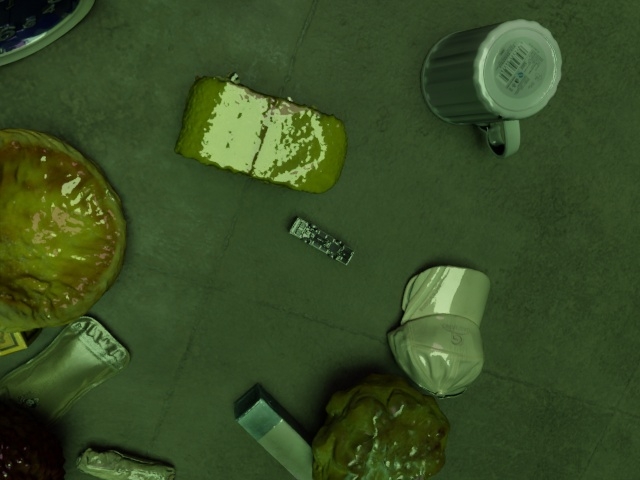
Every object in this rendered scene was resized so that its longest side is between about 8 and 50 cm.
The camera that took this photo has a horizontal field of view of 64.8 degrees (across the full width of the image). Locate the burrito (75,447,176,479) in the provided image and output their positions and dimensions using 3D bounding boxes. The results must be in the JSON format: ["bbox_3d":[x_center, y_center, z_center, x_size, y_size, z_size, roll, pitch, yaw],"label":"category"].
[{"bbox_3d":[-0.360,0.431,0.950,0.188,0.045,0.058,26,121,-19],"label":"burrito"}]

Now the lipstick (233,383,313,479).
[{"bbox_3d":[-0.043,0.421,1.006,0.068,0.066,0.317,-41,107,-3],"label":"lipstick"}]

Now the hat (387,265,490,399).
[{"bbox_3d":[0.266,0.175,0.986,0.219,0.164,0.226,13,120,-16],"label":"hat"}]

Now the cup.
[{"bbox_3d":[0.303,-0.264,0.860,0.221,0.202,0.167,36,95,-16],"label":"cup"}]

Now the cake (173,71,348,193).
[{"bbox_3d":[-0.091,-0.163,0.809,0.260,0.179,0.156,16,99,-18],"label":"cake"}]

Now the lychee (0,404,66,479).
[{"bbox_3d":[-0.536,0.394,0.790,0.300,0.264,0.264,31,95,14],"label":"lychee"}]

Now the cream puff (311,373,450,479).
[{"bbox_3d":[0.101,0.380,0.966,0.281,0.185,0.282,-7,105,-28],"label":"cream puff"}]

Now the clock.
[{"bbox_3d":[-0.421,-0.317,0.673,0.230,0.230,0.083,-32,103,-4],"label":"clock"}]

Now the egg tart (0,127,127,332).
[{"bbox_3d":[-0.449,-0.010,0.750,0.128,0.319,0.319,-10,109,33],"label":"egg tart"}]

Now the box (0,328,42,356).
[{"bbox_3d":[-0.640,0.123,0.798,0.301,0.084,0.193,-18,106,-8],"label":"box"}]

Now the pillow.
[{"bbox_3d":[-0.455,0.234,0.890,0.217,0.033,0.130,-37,109,-2],"label":"pillow"}]

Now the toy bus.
[{"bbox_3d":[0.000,0.000,0.930,0.130,0.052,0.037,30,90,-19],"label":"toy bus"}]
